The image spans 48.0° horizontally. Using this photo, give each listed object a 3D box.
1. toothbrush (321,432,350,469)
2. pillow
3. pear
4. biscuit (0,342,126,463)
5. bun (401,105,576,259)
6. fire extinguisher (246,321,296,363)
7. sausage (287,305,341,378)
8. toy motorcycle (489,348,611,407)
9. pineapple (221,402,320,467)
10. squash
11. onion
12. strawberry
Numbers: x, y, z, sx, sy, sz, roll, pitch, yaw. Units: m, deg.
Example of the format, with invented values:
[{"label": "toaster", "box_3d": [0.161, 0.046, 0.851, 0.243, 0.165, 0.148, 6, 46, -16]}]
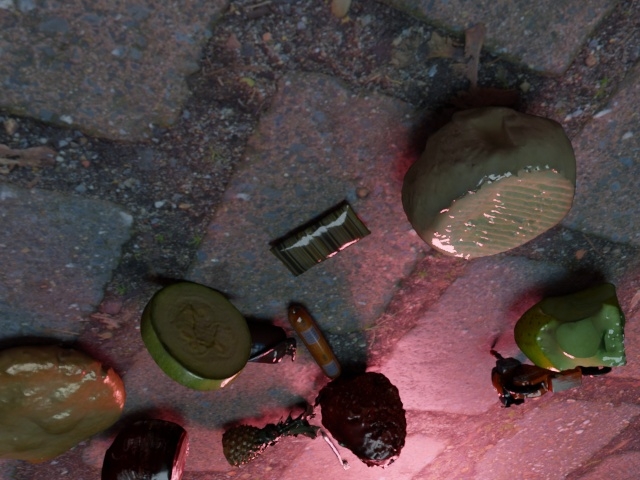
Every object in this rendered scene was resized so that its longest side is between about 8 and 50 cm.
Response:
[{"label": "toothbrush", "box_3d": [0.053, 0.678, 2.306, 0.025, 0.019, 0.275, -24, 137, 0]}, {"label": "pillow", "box_3d": [0.000, 0.000, 1.564, 0.203, 0.038, 0.113, -29, 133, 12]}, {"label": "pear", "box_3d": [0.654, 0.222, 1.895, 0.282, 0.286, 0.176, -11, 98, 22]}, {"label": "biscuit", "box_3d": [-0.690, 0.403, 1.717, 0.446, 0.104, 0.429, -25, 137, 10]}, {"label": "bun", "box_3d": [0.327, -0.122, 1.421, 0.360, 0.211, 0.359, -9, 148, -6]}, {"label": "fire extinguisher", "box_3d": [-0.199, 0.250, 1.719, 0.341, 0.105, 0.141, 11, 145, -27]}, {"label": "sausage", "box_3d": [-0.010, 0.263, 1.825, 0.053, 0.053, 0.348, -22, 138, 6]}, {"label": "toy motorcycle", "box_3d": [0.624, 0.362, 2.013, 0.326, 0.221, 0.147, -10, 100, -12]}, {"label": "pineapple", "box_3d": [-0.137, 0.559, 2.053, 0.277, 0.119, 0.130, -19, 119, 0]}, {"label": "squash", "box_3d": [-0.257, 0.200, 1.535, 0.252, 0.252, 0.049, 17, 130, -32]}, {"label": "onion", "box_3d": [-0.466, 0.577, 1.906, 0.206, 0.216, 0.207, 6, 124, -1]}, {"label": "strawberry", "box_3d": [0.123, 0.464, 1.938, 0.220, 0.274, 0.274, -53, 134, -8]}]
